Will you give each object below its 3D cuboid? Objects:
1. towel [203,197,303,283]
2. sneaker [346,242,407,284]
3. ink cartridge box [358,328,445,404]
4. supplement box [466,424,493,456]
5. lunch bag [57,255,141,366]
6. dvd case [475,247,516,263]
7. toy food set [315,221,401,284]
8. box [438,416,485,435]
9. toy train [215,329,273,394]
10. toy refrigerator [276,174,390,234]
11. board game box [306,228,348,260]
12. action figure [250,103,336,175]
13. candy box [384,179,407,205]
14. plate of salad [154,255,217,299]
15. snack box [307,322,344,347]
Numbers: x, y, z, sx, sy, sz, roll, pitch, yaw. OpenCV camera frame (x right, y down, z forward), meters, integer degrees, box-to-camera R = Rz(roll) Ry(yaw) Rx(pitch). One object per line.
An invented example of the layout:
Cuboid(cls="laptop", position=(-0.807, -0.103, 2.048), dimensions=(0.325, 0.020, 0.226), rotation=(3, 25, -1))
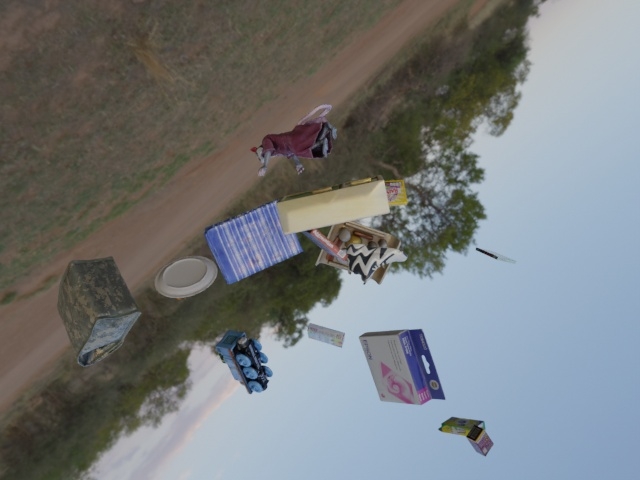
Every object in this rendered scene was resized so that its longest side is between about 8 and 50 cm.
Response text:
Cuboid(cls="towel", position=(-0.259, 0.002, 1.838), dimensions=(0.336, 0.243, 0.040), rotation=(-24, -166, -13))
Cuboid(cls="sneaker", position=(0.211, 0.100, 1.802), dimensions=(0.094, 0.234, 0.153), rotation=(154, -56, -83))
Cuboid(cls="ink cartridge box", position=(0.347, 0.554, 2.046), dimensions=(0.071, 0.324, 0.330), rotation=(-20, -178, -41))
Cuboid(cls="supplement box", position=(0.531, 0.666, 1.557), dimensions=(0.055, 0.083, 0.043), rotation=(-43, -158, -23))
Cuboid(cls="lunch bag", position=(-0.735, 0.235, 1.509), dimensions=(0.169, 0.235, 0.287), rotation=(-6, 143, -52))
Cuboid(cls="dvd case", position=(0.622, 0.053, 1.663), dimensions=(0.119, 0.087, 0.013), rotation=(36, -68, 65))
Cuboid(cls="toy food set", position=(0.157, 0.051, 1.962), dimensions=(0.092, 0.306, 0.220), rotation=(-102, -148, -68))
Cuboid(cls="box", position=(0.610, 0.807, 2.032), dimensions=(0.179, 0.043, 0.105), rotation=(-13, 174, 43))
Cuboid(cls="toy train", position=(-0.193, 0.317, 1.210), dimensions=(0.105, 0.184, 0.080), rotation=(5, -144, 30))
Cuboid(cls="toy refrigerator", position=(0.032, -0.095, 1.183), dimensions=(0.269, 0.094, 0.102), rotation=(-11, -166, 7))
Cuboid(cls="board game box", position=(0.000, 0.000, 1.607), dimensions=(0.027, 0.145, 0.281), rotation=(-50, -167, -4))
Cuboid(cls="action figure", position=(-0.137, -0.407, 1.927), dimensions=(0.370, 0.276, 0.248), rotation=(0, -170, 25))
Cuboid(cls="candy box", position=(0.234, -0.184, 1.844), dimensions=(0.205, 0.105, 0.027), rotation=(-4, 160, -4))
Cuboid(cls="plate of salad", position=(-0.430, 0.120, 1.506), dimensions=(0.200, 0.199, 0.048), rotation=(-46, 144, -41))
Cuboid(cls="snack box", position=(0.022, 0.369, 1.815), dimensions=(0.100, 0.141, 0.037), rotation=(88, 19, -61))
